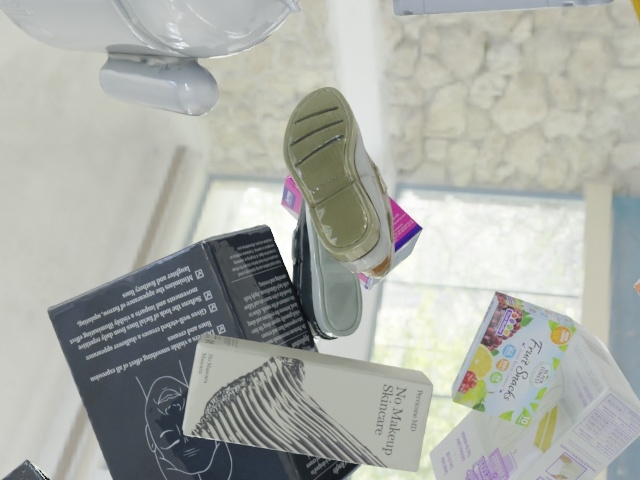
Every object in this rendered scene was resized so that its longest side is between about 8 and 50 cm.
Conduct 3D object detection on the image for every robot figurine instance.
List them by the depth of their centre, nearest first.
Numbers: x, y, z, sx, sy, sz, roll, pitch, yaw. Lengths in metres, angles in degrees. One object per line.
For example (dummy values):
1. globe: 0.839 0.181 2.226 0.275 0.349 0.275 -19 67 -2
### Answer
1. robot figurine: -0.147 -0.255 0.926 0.199 0.353 0.300 -27 -62 -44

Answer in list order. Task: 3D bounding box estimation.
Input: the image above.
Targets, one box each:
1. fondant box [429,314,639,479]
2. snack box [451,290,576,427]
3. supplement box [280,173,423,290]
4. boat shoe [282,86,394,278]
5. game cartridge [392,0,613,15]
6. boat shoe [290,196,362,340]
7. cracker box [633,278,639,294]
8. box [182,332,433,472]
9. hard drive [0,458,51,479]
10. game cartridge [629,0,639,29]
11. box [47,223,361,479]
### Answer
1. fondant box: 0.321 0.302 1.682 0.330 0.096 0.238 -50 16 15
2. snack box: 0.228 0.142 1.316 0.037 0.100 0.141 -86 16 -68
3. supplement box: 0.049 -0.042 1.853 0.114 0.220 0.111 -40 -14 -20
4. boat shoe: 0.028 -0.076 1.496 0.103 0.113 0.302 48 -156 -48
5. game cartridge: 0.181 -0.344 1.182 0.060 0.294 0.196 -23 -68 -37
6. boat shoe: 0.000 0.000 1.682 0.114 0.091 0.303 12 -106 -36
7. cracker box: 0.599 0.027 1.737 0.067 0.155 0.232 55 -148 8
8. box: -0.016 0.187 1.283 0.094 0.275 0.113 -149 68 -86
9. hard drive: -0.336 0.412 1.339 0.255 0.172 0.054 54 -169 14
10. game cartridge: 0.504 -0.258 1.193 0.285 0.323 0.053 62 177 -24
11. box: -0.165 0.216 1.616 0.212 0.293 0.396 -17 -95 -66
